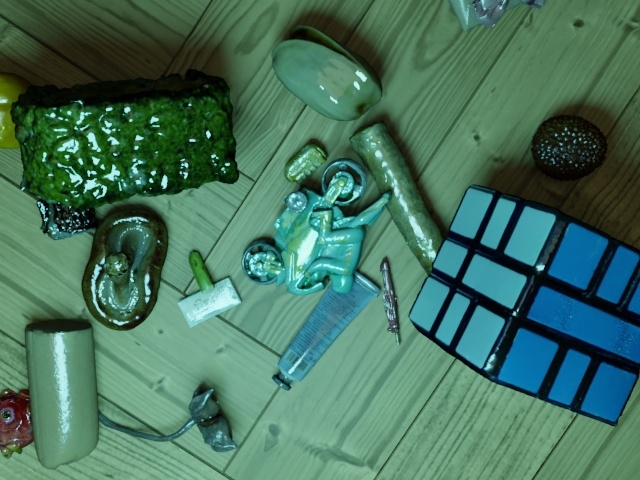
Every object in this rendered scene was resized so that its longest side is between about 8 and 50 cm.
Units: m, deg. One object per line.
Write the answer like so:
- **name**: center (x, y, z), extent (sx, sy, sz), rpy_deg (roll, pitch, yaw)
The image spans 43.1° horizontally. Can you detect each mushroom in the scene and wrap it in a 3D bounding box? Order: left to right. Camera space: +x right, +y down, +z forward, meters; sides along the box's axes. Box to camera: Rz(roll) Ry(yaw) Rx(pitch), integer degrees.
- **mushroom**: center (-0.351, 0.059, 1.415), extent (0.148, 0.217, 0.226), rpy_deg (6, 94, -6)

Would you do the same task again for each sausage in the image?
- **sausage**: center (-0.470, 0.275, 1.480), extent (0.123, 0.123, 0.252), rpy_deg (-2, 94, 1)

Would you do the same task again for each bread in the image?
- **bread**: center (-0.030, -0.142, 1.494), extent (0.088, 0.033, 0.049), rpy_deg (-44, 106, 7)

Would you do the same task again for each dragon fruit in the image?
- **dragon fruit**: center (-0.580, 0.342, 1.514), extent (0.126, 0.068, 0.112), rpy_deg (-42, 90, 3)

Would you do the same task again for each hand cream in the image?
- **hand cream**: center (0.003, 0.168, 1.503), extent (0.088, 0.055, 0.256), rpy_deg (37, 91, 7)

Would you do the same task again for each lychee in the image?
- **lychee**: center (0.445, -0.166, 1.443), extent (0.123, 0.129, 0.123), rpy_deg (6, 80, -35)

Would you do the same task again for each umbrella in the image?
- **umbrella**: center (0.130, 0.115, 1.510), extent (0.027, 0.025, 0.165), rpy_deg (-10, 94, -24)

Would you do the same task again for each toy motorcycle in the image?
- **toy motorcycle**: center (0.001, -0.001, 1.459), extent (0.198, 0.109, 0.296), rpy_deg (40, 104, 5)

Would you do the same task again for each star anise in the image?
- **star anise**: center (-0.288, 0.334, 1.478), extent (0.228, 0.148, 0.218), rpy_deg (-28, 50, -8)

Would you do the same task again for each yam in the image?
- **yam**: center (0.168, -0.055, 1.477), extent (0.081, 0.081, 0.356), rpy_deg (-31, 93, 2)

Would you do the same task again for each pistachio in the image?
- **pistachio**: center (0.013, -0.296, 1.438), extent (0.206, 0.131, 0.129), rpy_deg (36, 51, -1)

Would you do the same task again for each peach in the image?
- **peach**: center (-0.574, -0.231, 1.449), extent (0.138, 0.138, 0.138), rpy_deg (0, 93, 1)

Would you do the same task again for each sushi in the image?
- **sushi**: center (-0.456, -0.047, 1.472), extent (0.094, 0.098, 0.084), rpy_deg (-12, 96, -3)
- **sushi**: center (-0.332, -0.180, 1.360), extent (0.352, 0.294, 0.178), rpy_deg (-11, 113, -24)

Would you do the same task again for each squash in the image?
- **squash**: center (-0.223, 0.057, 1.501), extent (0.028, 0.027, 0.083), rpy_deg (-28, 71, 2)

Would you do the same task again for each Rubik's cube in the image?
- **Rubik's cube**: center (0.361, 0.098, 1.343), extent (0.289, 0.293, 0.283), rpy_deg (22, 92, -21)

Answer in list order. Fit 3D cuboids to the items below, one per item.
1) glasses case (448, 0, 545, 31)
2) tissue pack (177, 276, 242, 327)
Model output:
- **glasses case**: center (0.333, -0.442, 1.452), extent (0.194, 0.070, 0.102), rpy_deg (-26, 94, 2)
- **tissue pack**: center (-0.207, 0.115, 1.515), extent (0.108, 0.023, 0.056), rpy_deg (-27, 91, 2)
